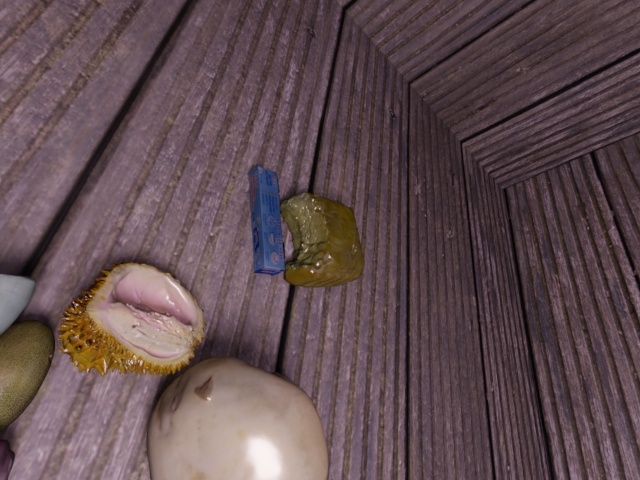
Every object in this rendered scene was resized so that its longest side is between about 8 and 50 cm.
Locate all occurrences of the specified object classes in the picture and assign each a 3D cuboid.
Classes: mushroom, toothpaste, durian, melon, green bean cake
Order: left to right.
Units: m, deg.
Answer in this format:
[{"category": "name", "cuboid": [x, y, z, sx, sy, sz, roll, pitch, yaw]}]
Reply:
[{"category": "melon", "cuboid": [-0.426, 0.179, 0.573, 0.099, 0.099, 0.162, 40, 40, -28]}, {"category": "durian", "cuboid": [-0.308, 0.140, 0.705, 0.250, 0.138, 0.183, 24, 23, -50]}, {"category": "mushroom", "cuboid": [-0.112, 0.341, 0.733, 0.314, 0.315, 0.336, 68, 18, 5]}, {"category": "toothpaste", "cuboid": [-0.136, -0.050, 1.059, 0.066, 0.053, 0.272, 11, 63, -40]}, {"category": "green bean cake", "cuboid": [0.000, 0.000, 1.125, 0.233, 0.124, 0.235, 8, 65, -46]}]

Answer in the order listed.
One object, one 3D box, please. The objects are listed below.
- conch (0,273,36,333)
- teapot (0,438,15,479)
[{"category": "conch", "cuboid": [-0.484, 0.087, 0.525, 0.221, 0.185, 0.120, -1, 114, -36]}, {"category": "teapot", "cuboid": [-0.442, 0.279, 0.476, 0.146, 0.148, 0.116, 19, 52, -26]}]
